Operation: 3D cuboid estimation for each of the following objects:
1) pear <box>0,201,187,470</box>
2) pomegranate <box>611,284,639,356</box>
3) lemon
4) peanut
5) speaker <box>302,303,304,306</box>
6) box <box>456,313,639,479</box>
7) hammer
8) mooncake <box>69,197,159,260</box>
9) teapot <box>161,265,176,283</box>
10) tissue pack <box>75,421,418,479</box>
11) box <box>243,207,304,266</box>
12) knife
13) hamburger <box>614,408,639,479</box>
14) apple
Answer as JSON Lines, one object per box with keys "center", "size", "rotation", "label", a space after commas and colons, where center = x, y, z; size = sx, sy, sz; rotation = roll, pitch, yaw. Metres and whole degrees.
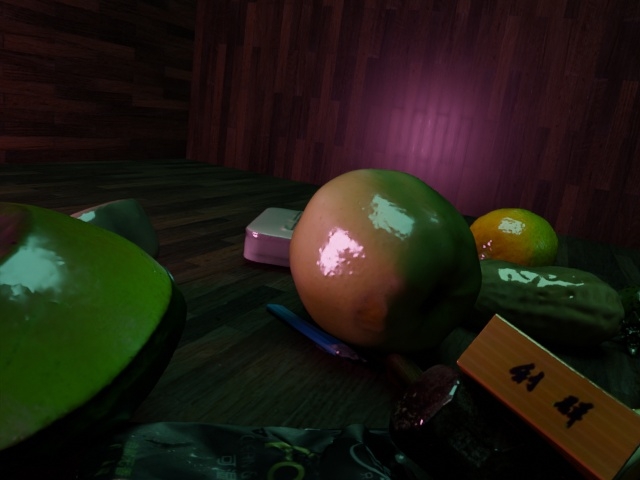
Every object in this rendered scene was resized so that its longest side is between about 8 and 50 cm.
{"center": [-0.368, 0.077, 0.547], "size": [0.399, 0.165, 0.398], "rotation": [-10, 32, 7], "label": "pear"}
{"center": [0.722, 0.175, 1.166], "size": [0.169, 0.148, 0.148], "rotation": [-3, 17, -42], "label": "pomegranate"}
{"center": [0.530, 0.028, 1.425], "size": [0.245, 0.245, 0.320], "rotation": [20, 21, 40], "label": "lemon"}
{"center": [0.462, 0.130, 1.135], "size": [0.387, 0.169, 0.192], "rotation": [10, 8, 10], "label": "peanut"}
{"center": [0.008, 0.132, 1.129], "size": [0.094, 0.060, 0.075], "rotation": [-36, 32, -17], "label": "speaker"}
{"center": [0.232, 0.178, 0.533], "size": [0.152, 0.070, 0.237], "rotation": [38, -6, 32], "label": "box"}
{"center": [0.158, 0.231, 0.652], "size": [0.242, 0.095, 0.409], "rotation": [43, -5, -6], "label": "hammer"}
{"center": [-0.429, 0.031, 0.936], "size": [0.275, 0.135, 0.275], "rotation": [-26, 6, 3], "label": "mooncake"}
{"center": [-0.324, 0.103, 0.928], "size": [0.108, 0.111, 0.149], "rotation": [-16, 30, -32], "label": "teapot"}
{"center": [-0.053, 0.251, 0.449], "size": [0.333, 0.123, 0.245], "rotation": [6, 14, -10], "label": "tissue pack"}
{"center": [0.000, 0.001, 1.511], "size": [0.397, 0.111, 0.396], "rotation": [9, 15, 3], "label": "box"}
{"center": [-0.019, 0.175, 0.981], "size": [0.044, 0.026, 0.297], "rotation": [1, 13, -37], "label": "knife"}
{"center": [0.394, 0.268, 0.634], "size": [0.141, 0.126, 0.081], "rotation": [1, 25, -11], "label": "hamburger"}
{"center": [0.120, 0.046, 0.952], "size": [0.358, 0.357, 0.357], "rotation": [8, 14, -2], "label": "apple"}
